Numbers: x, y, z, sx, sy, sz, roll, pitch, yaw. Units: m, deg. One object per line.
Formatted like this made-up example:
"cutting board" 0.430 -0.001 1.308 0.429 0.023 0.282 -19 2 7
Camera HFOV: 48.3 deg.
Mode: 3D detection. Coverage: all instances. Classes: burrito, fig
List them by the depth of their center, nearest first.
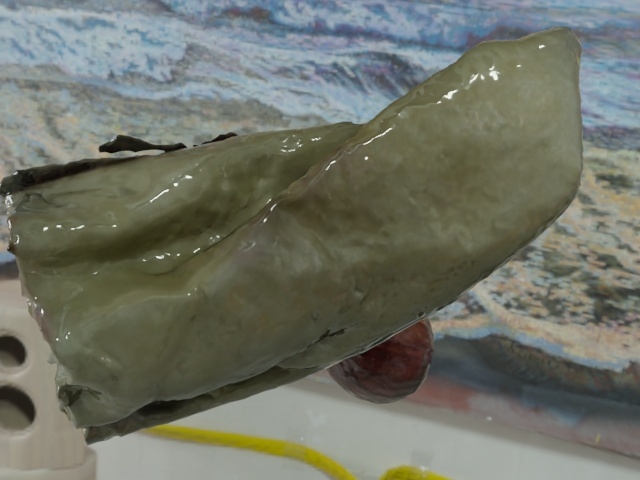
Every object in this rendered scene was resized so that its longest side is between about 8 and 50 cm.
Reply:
"burrito" 0.001 0.000 0.412 0.332 0.190 0.135 -18 65 -13
"fig" 0.056 0.108 0.750 0.129 0.128 0.150 12 -9 18
